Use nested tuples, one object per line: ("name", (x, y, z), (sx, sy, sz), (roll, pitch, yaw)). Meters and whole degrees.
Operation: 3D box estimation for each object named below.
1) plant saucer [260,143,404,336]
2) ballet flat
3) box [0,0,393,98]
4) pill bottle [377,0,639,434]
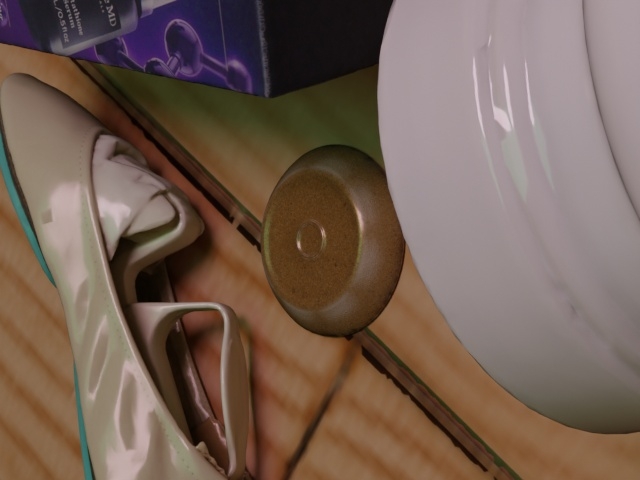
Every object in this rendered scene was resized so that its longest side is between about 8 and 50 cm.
("plant saucer", (0.000, 0.000, 0.753), (0.083, 0.015, 0.083), (-1, 89, 44))
("ballet flat", (-0.081, 0.025, 0.798), (0.086, 0.086, 0.248), (-30, 70, 39))
("box", (-0.058, -0.155, 0.721), (0.207, 0.108, 0.153), (15, 119, 44))
("pill bottle", (0.198, -0.064, 0.428), (0.363, 0.210, 0.210), (-18, 77, 44))
